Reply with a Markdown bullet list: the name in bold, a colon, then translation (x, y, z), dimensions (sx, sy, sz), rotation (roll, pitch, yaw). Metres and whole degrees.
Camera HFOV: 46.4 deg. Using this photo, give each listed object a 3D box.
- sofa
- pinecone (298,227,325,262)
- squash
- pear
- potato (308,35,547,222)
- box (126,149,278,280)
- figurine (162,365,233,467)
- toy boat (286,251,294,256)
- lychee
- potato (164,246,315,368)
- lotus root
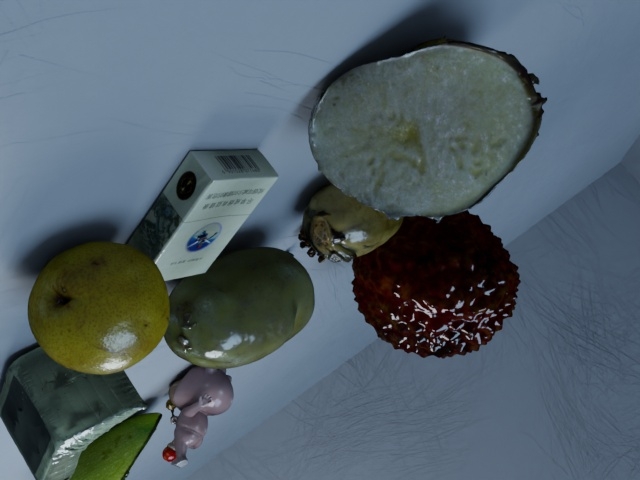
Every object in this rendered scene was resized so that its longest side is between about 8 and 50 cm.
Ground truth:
- **sofa**: translation (-0.472, 0.311, 1.393), dimensions (0.176, 0.210, 0.225), rotation (-22, 153, -43)
- **pinecone**: translation (0.002, -0.004, 1.693), dimensions (0.102, 0.102, 0.109), rotation (-42, 134, 13)
- **squash**: translation (-0.530, 0.598, 1.970), dimensions (0.309, 0.210, 0.233), rotation (-25, 173, -20)
- **pear**: translation (-0.340, 0.100, 1.136), dimensions (0.209, 0.209, 0.209), rotation (-33, 161, -13)
- **potato**: translation (0.193, -0.208, 1.343), dimensions (0.397, 0.290, 0.296), rotation (-20, -168, 8)
- **box**: translation (-0.204, -0.039, 1.248), dimensions (0.164, 0.069, 0.256), rotation (-10, 147, -54)
- **figurine**: translation (-0.349, 0.455, 1.992), dimensions (0.176, 0.186, 0.287), rotation (54, 54, -64)
- **toy boat**: translation (-0.085, 0.058, 1.752), dimensions (0.038, 0.038, 0.083), rotation (-15, 152, -49)
- **lychee**: translation (0.277, 0.085, 1.933), dimensions (0.425, 0.500, 0.424), rotation (-16, 120, -29)
- **potato**: translation (-0.168, 0.140, 1.506), dimensions (0.326, 0.221, 0.243), rotation (-25, 169, -35)
- **lotus root**: translation (0.090, -0.054, 1.601), dimensions (0.310, 0.183, 0.183), rotation (-18, 153, -50)
